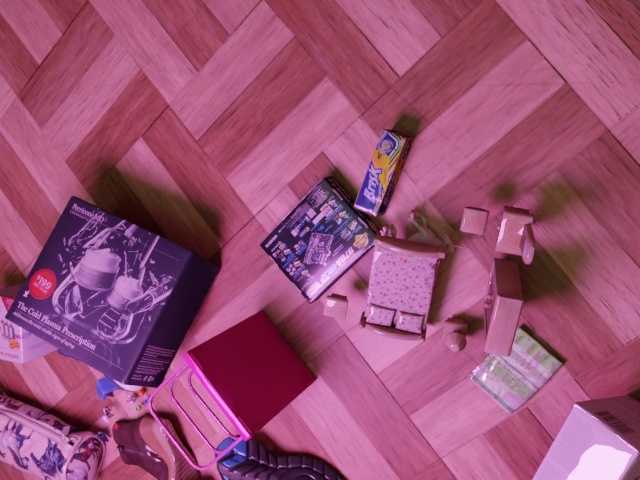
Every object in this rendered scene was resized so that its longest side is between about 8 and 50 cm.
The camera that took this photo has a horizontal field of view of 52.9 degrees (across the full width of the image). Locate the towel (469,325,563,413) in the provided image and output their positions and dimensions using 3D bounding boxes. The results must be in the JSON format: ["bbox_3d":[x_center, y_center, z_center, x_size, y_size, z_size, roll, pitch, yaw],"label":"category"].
[{"bbox_3d":[0.385,0.256,1.272,0.113,0.023,0.152,42,109,9],"label":"towel"}]

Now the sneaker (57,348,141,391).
[{"bbox_3d":[-0.572,0.270,1.621,0.350,0.131,0.148,44,113,20],"label":"sneaker"}]

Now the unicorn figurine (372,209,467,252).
[{"bbox_3d":[0.195,-0.003,1.286,0.162,0.060,0.111,-29,96,18],"label":"unicorn figurine"}]

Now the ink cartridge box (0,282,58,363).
[{"bbox_3d":[-0.786,0.217,1.696,0.128,0.127,0.176,6,102,21],"label":"ink cartridge box"}]

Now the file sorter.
[{"bbox_3d":[-0.189,0.317,1.376,0.182,0.290,0.202,-43,81,26],"label":"file sorter"}]

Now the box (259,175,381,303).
[{"bbox_3d":[0.000,0.000,1.372,0.175,0.051,0.220,48,112,9],"label":"box"}]

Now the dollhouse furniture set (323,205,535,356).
[{"bbox_3d":[0.183,0.073,1.190,0.355,0.174,0.303,10,114,8],"label":"dollhouse furniture set"}]

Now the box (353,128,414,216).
[{"bbox_3d":[0.127,-0.136,1.292,0.054,0.059,0.169,25,107,20],"label":"box"}]

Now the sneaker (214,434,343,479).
[{"bbox_3d":[-0.083,0.564,1.483,0.341,0.125,0.140,22,135,14],"label":"sneaker"}]

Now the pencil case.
[{"bbox_3d":[-0.773,0.524,1.721,0.410,0.160,0.183,16,116,20],"label":"pencil case"}]

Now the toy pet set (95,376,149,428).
[{"bbox_3d":[-0.516,0.397,1.630,0.122,0.065,0.114,-39,64,4],"label":"toy pet set"}]

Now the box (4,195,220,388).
[{"bbox_3d":[-0.463,0.116,1.457,0.343,0.179,0.312,23,80,17],"label":"box"}]

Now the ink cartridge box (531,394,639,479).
[{"bbox_3d":[0.507,0.446,1.164,0.130,0.272,0.309,39,114,46],"label":"ink cartridge box"}]

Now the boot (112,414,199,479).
[{"bbox_3d":[-0.421,0.563,1.640,0.207,0.090,0.248,-17,94,36],"label":"boot"}]
